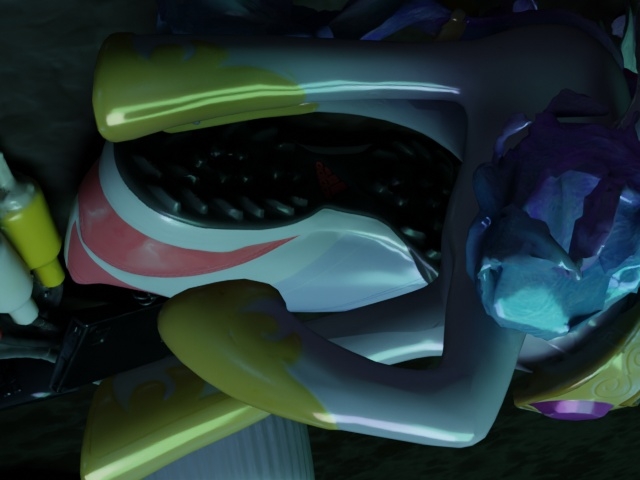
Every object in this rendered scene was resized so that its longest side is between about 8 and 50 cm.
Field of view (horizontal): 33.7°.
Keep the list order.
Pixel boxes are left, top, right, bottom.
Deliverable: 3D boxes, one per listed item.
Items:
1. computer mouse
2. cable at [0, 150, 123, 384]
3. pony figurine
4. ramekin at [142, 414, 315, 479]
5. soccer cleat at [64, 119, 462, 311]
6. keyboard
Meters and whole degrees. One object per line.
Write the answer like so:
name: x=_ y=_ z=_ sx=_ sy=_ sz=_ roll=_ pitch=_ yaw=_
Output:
computer mouse: x=-0.290 y=0.120 z=0.791 sx=0.242 sy=0.041 sz=0.071 roll=-15 pitch=174 yaw=7
cable: x=-0.178 y=0.060 z=0.669 sx=0.139 sy=0.072 sz=0.287 roll=-52 pitch=147 yaw=-11
pony figurine: x=0.099 y=-0.042 z=0.446 sx=0.363 sy=0.351 sz=0.303 roll=2 pitch=148 yaw=5
ramekin: x=-0.102 y=0.220 z=0.988 sx=0.207 sy=0.109 sz=0.207 roll=-13 pitch=151 yaw=-7
soccer cleat: x=0.000 y=0.000 z=0.657 sx=0.318 sy=0.109 sz=0.116 roll=10 pitch=143 yaw=-33
keyboard: x=-0.098 y=0.039 z=0.719 sx=0.192 sy=0.038 sz=0.100 roll=-15 pitch=146 yaw=-48
